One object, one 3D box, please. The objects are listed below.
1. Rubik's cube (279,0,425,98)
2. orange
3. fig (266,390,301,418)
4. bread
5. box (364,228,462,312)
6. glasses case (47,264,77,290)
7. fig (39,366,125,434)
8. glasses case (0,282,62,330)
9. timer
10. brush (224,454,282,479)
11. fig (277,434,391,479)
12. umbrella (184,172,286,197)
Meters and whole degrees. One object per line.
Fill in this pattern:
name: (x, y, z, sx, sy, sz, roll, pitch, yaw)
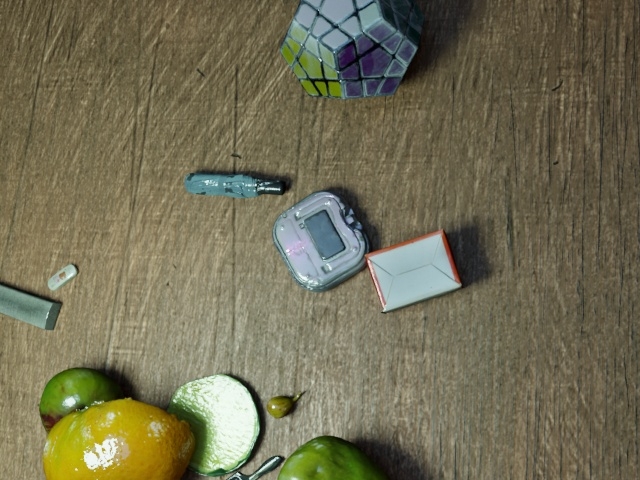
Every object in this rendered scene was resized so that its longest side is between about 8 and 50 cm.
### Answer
Rubik's cube: (0.068, -0.448, 1.678, 0.264, 0.319, 0.318, 22, 86, -9)
orange: (-0.448, 0.472, 1.662, 0.310, 0.274, 0.274, 3, 79, 39)
fig: (-0.077, 0.354, 1.684, 0.083, 0.050, 0.050, -30, 73, -7)
bread: (-0.238, 0.409, 1.724, 0.229, 0.033, 0.228, -3, 80, 17)
box: (0.198, 0.067, 1.635, 0.182, 0.099, 0.133, -20, 78, 9)
glasses case: (-0.634, 0.091, 1.900, 0.083, 0.021, 0.032, -36, 74, 7)
fig: (-0.544, 0.370, 1.748, 0.191, 0.181, 0.181, 27, 87, 44)
glasses case: (-0.742, 0.158, 1.905, 0.205, 0.047, 0.070, 16, 85, 17)
timer: (0.000, 0.000, 1.717, 0.191, 0.069, 0.208, -32, 72, 5)
brush: (-0.162, 0.527, 1.688, 0.193, 0.016, 0.063, -38, 73, 6)
fig: (0.049, 0.540, 1.522, 0.233, 0.233, 0.314, -41, 77, 5)
umbrella: (-0.202, -0.127, 1.804, 0.251, 0.052, 0.053, 6, 80, 17)
